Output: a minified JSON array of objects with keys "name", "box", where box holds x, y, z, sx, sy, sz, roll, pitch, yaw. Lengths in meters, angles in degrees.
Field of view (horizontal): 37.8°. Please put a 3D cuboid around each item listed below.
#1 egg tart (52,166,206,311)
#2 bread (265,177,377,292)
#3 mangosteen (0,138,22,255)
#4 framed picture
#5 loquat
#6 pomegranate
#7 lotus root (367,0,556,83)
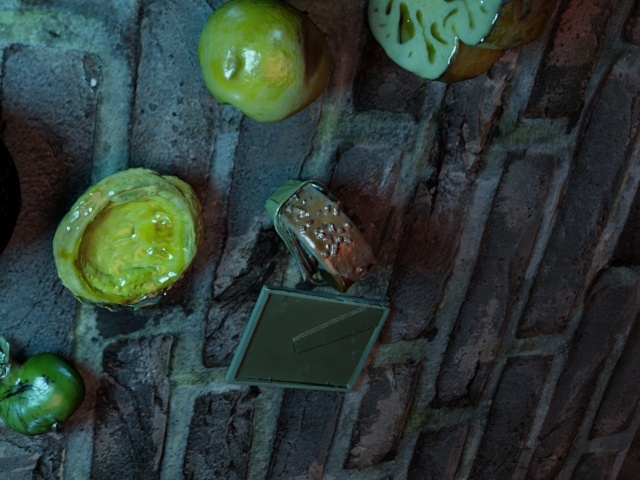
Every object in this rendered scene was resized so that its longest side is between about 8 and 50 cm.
[{"name":"egg tart","box":[-0.325,-0.008,1.586,0.279,0.095,0.278,-18,131,-21]},{"name":"bread","box":[0.000,0.000,1.694,0.142,0.212,0.224,-40,131,-7]},{"name":"mangosteen","box":[-0.552,-0.070,1.318,0.288,0.288,0.288,-14,125,-21]},{"name":"framed picture","box":[-0.021,0.209,1.934,0.315,0.024,0.232,11,113,-33]},{"name":"loquat","box":[-0.081,-0.289,1.478,0.213,0.213,0.213,-14,125,-21]},{"name":"pomegranate","box":[-0.505,0.250,1.620,0.152,0.131,0.191,-36,122,-1]},{"name":"lotus root","box":[0.257,-0.395,1.552,0.250,0.316,0.316,1,118,-39]}]
